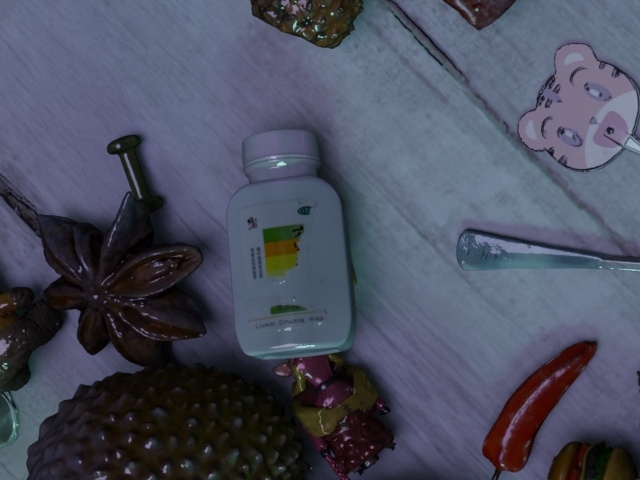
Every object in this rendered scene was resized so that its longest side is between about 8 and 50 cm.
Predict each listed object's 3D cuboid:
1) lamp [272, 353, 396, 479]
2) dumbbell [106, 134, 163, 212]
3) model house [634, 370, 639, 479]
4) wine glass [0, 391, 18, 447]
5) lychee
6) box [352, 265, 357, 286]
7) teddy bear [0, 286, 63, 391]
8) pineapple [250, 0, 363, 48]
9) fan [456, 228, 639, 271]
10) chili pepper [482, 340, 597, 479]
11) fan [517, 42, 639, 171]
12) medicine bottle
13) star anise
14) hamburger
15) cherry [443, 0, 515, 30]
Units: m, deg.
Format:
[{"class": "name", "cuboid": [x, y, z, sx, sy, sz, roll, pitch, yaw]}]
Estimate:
[{"class": "lamp", "cuboid": [0.004, 0.209, 1.741, 0.118, 0.118, 0.253, -40, 82, 23]}, {"class": "dumbbell", "cuboid": [-0.270, -0.095, 1.811, 0.046, 0.052, 0.118, -8, 103, 68]}, {"class": "model house", "cuboid": [0.500, 0.306, 1.537, 0.211, 0.204, 0.243, -2, 118, 21]}, {"class": "wine glass", "cuboid": [-0.578, 0.306, 1.918, 0.156, 0.232, 0.156, 5, 104, 21]}, {"class": "lychee", "cuboid": [-0.221, 0.347, 1.701, 0.432, 0.380, 0.380, -32, 89, -17]}, {"class": "box", "cuboid": [0.000, 0.000, 1.744, 0.073, 0.020, 0.149, -10, 98, 24]}, {"class": "teddy bear", "cuboid": [-0.514, 0.128, 1.914, 0.190, 0.140, 0.177, 46, 116, 15]}, {"class": "pineapple", "cuboid": [0.038, -0.424, 1.569, 0.165, 0.165, 0.365, 31, 108, 12]}, {"class": "fan", "cuboid": [0.315, 0.027, 1.629, 0.282, 0.023, 0.057, 7, 102, 21]}, {"class": "chili pepper", "cuboid": [0.278, 0.235, 1.666, 0.272, 0.071, 0.063, -60, 39, 16]}, {"class": "fan", "cuboid": [0.371, -0.140, 1.577, 0.226, 0.008, 0.153, 33, 110, 12]}, {"class": "medicine bottle", "cuboid": [-0.041, 0.006, 1.665, 0.161, 0.111, 0.296, -6, 78, 8]}, {"class": "star anise", "cuboid": [-0.300, 0.054, 1.812, 0.315, 0.108, 0.315, 15, 118, 29]}, {"class": "hamburger", "cuboid": [0.351, 0.336, 1.609, 0.115, 0.162, 0.162, 9, 104, 21]}, {"class": "cherry", "cuboid": [0.192, -0.378, 1.501, 0.175, 0.192, 0.250, 11, 115, 36]}]
